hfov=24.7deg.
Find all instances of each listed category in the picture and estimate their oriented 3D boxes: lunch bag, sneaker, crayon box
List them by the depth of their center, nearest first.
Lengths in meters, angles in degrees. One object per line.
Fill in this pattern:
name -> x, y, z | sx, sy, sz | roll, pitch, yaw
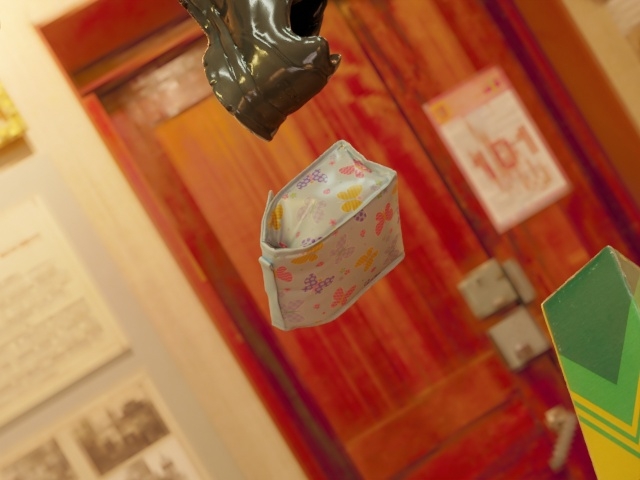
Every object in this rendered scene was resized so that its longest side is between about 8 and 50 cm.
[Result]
lunch bag -> 0.000, 0.000, 0.769 | 0.083, 0.053, 0.071 | -43, -33, -24
crayon box -> 0.288, 0.169, 1.068 | 0.083, 0.203, 0.323 | -44, 29, 24
sneaker -> -0.062, -0.229, 1.406 | 0.130, 0.286, 0.109 | -34, -31, 15
